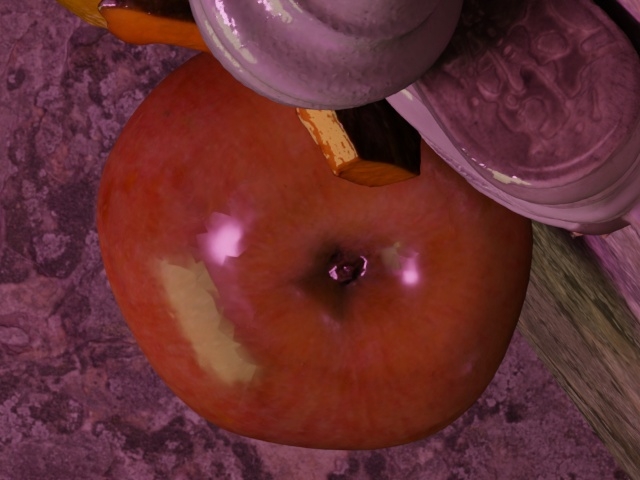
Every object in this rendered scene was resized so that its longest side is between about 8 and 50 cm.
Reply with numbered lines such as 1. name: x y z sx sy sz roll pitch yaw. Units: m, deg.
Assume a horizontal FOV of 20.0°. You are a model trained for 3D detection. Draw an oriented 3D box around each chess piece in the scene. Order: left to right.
1. chess piece: 0.039 -0.149 0.783 0.139 0.139 0.271 53 158 -5

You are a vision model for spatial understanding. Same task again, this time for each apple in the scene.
1. apple: 0.000 0.000 1.603 0.391 0.391 0.346 53 172 -11

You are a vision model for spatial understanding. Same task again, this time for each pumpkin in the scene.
1. pumpkin: -0.008 -0.158 1.336 0.258 0.095 0.290 50 -143 -19

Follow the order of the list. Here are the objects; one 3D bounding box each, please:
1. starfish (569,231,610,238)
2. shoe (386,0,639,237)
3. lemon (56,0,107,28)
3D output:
1. starfish: 0.124 -0.109 1.154 0.247 0.050 0.138 60 180 -4
2. shoe: 0.086 -0.101 0.998 0.159 0.124 0.316 43 -174 -48
3. lemon: -0.152 -0.302 1.573 0.260 0.260 0.284 53 -179 -33
